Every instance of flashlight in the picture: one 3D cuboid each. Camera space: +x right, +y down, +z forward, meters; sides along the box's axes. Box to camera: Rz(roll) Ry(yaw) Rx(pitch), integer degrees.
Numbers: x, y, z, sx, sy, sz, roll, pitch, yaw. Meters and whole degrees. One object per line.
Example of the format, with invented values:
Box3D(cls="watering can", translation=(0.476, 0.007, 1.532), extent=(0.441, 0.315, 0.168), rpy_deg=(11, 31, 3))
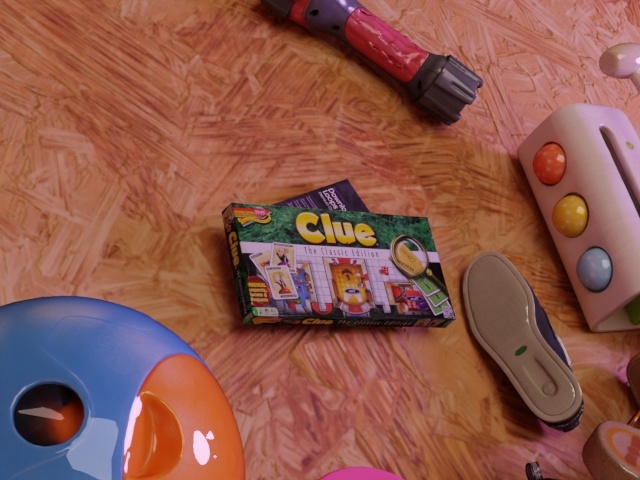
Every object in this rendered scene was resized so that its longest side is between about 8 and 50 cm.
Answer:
Box3D(cls="flashlight", translation=(0.069, -0.265, 1.544), extent=(0.304, 0.103, 0.103), rpy_deg=(35, 46, -4))

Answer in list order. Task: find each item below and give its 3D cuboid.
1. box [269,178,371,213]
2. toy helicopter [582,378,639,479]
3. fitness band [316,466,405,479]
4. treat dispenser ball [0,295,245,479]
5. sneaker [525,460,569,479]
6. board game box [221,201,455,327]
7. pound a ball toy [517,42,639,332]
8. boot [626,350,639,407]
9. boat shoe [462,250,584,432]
Box3D(cls="box", translation=(0.000, 0.000, 1.361), extent=(0.162, 0.029, 0.116), rpy_deg=(-22, 72, -41))
Box3D(cls="toy helicopter", translation=(0.390, 0.203, 1.250), extent=(0.355, 0.140, 0.235), rpy_deg=(3, 40, -40))
Box3D(cls="fitness band", translation=(0.050, 0.353, 1.121), extent=(0.209, 0.054, 0.290), rpy_deg=(13, 54, -24))
Box3D(cls="treat dispenser ball", translation=(-0.202, 0.186, 0.926), extent=(0.288, 0.288, 0.288), rpy_deg=(16, 51, -21))
Box3D(cls="sneaker", translation=(0.256, 0.354, 1.211), extent=(0.101, 0.153, 0.268), rpy_deg=(-12, 99, -12))
Box3D(cls="board game box", translation=(0.023, 0.029, 1.317), extent=(0.260, 0.030, 0.136), rpy_deg=(3, 58, -31))
Box3D(cls="pound a ball toy", translation=(0.365, -0.071, 1.514), extent=(0.136, 0.208, 0.319), rpy_deg=(0, 59, -32))
Box3D(cls="boot", translation=(0.390, 0.256, 1.376), extent=(0.203, 0.095, 0.262), rpy_deg=(-13, 69, -36))
Box3D(cls="boat shoe", translation=(0.236, 0.118, 1.404), extent=(0.079, 0.084, 0.233), rpy_deg=(40, 21, -58))
